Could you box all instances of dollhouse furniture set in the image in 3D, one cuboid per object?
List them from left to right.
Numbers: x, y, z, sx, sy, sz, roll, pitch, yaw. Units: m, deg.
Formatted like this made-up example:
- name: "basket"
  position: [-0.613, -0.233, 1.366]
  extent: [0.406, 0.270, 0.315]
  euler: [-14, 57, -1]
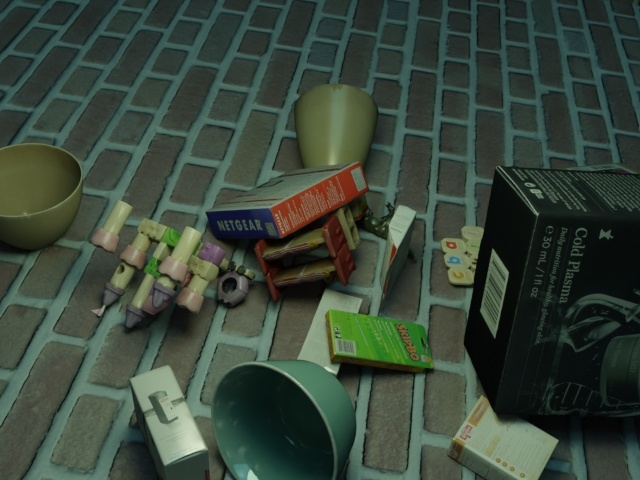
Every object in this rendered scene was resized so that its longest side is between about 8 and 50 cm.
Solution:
- name: "dollhouse furniture set"
  position: [0.000, 0.000, 1.924]
  extent: [0.201, 0.152, 0.374]
  euler: [-14, 15, 22]

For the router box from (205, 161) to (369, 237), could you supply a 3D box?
- name: "router box"
  position: [-0.093, -0.103, 1.948]
  extent: [0.301, 0.082, 0.335]
  euler: [-29, 17, -31]

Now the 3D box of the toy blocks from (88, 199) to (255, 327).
- name: "toy blocks"
  position: [-0.375, 0.105, 1.771]
  extent: [0.288, 0.309, 0.260]
  euler: [19, 77, 28]

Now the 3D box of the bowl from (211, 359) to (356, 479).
- name: "bowl"
  position: [-0.052, 0.362, 1.485]
  extent: [0.311, 0.311, 0.163]
  euler: [33, 30, 24]

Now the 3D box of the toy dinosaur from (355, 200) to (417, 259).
- name: "toy dinosaur"
  position: [0.190, -0.048, 2.075]
  extent: [0.268, 0.064, 0.118]
  euler: [34, 64, 25]

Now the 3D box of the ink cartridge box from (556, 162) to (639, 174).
- name: "ink cartridge box"
  position: [0.845, -0.159, 2.207]
  extent: [0.234, 0.088, 0.193]
  euler: [-7, 22, -15]

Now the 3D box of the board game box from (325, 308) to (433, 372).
- name: "board game box"
  position: [0.138, 0.237, 1.740]
  extent: [0.259, 0.039, 0.124]
  euler: [10, 48, -20]

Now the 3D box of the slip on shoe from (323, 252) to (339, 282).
- name: "slip on shoe"
  position: [0.033, 0.061, 1.958]
  extent: [0.041, 0.051, 0.135]
  euler: [-13, 39, 40]

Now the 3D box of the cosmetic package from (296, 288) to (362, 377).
- name: "cosmetic package"
  position: [0.022, 0.228, 1.767]
  extent: [0.099, 0.060, 0.239]
  euler: [15, 45, 9]

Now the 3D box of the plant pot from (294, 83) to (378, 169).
- name: "plant pot"
  position: [0.038, -0.270, 2.178]
  extent: [0.256, 0.256, 0.274]
  euler: [5, 60, -2]

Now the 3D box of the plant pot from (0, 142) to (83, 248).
- name: "plant pot"
  position: [-0.743, -0.089, 1.904]
  extent: [0.284, 0.191, 0.284]
  euler: [4, 45, -4]

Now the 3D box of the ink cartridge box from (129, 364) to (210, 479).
- name: "ink cartridge box"
  position: [-0.302, 0.386, 1.493]
  extent: [0.092, 0.158, 0.218]
  euler: [-16, 48, -21]

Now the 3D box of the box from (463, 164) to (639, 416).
- name: "box"
  position: [0.605, 0.111, 1.624]
  extent: [0.471, 0.480, 0.297]
  euler: [2, 25, -6]

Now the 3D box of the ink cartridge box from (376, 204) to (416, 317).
- name: "ink cartridge box"
  position: [0.172, 0.052, 1.875]
  extent: [0.066, 0.189, 0.232]
  euler: [23, 47, 16]

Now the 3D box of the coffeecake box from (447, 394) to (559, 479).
- name: "coffeecake box"
  position: [0.388, 0.441, 1.588]
  extent: [0.185, 0.068, 0.142]
  euler: [29, 48, 21]

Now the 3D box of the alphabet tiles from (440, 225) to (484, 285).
- name: "alphabet tiles"
  position: [0.470, 0.066, 2.019]
  extent: [0.278, 0.021, 0.284]
  euler: [4, 44, -7]
